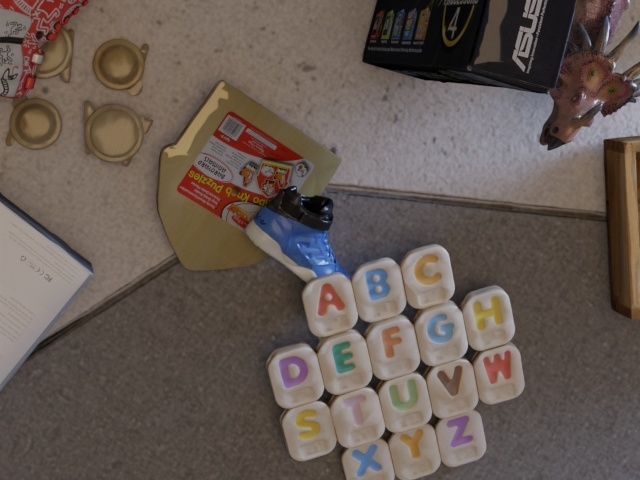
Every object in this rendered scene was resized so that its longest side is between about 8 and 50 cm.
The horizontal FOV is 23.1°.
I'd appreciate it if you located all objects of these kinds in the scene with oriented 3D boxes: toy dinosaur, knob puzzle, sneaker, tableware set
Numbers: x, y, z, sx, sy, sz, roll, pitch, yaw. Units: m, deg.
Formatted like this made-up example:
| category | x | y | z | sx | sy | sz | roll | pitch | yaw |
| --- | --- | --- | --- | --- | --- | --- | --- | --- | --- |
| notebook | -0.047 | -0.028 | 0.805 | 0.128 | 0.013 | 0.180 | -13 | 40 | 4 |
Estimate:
| category | x | y | z | sx | sy | sz | roll | pitch | yaw |
| --- | --- | --- | --- | --- | --- | --- | --- | --- | --- |
| toy dinosaur | 0.289 | -0.246 | 1.674 | 0.127 | 0.200 | 0.295 | 0 | 97 | -10 |
| knob puzzle | -0.097 | -0.054 | 1.709 | 0.213 | 0.030 | 0.213 | -7 | 111 | -18 |
| sneaker | -0.294 | -0.237 | 1.622 | 0.270 | 0.090 | 0.145 | -22 | 123 | -26 |
| sneaker | 0.000 | 0.000 | 1.713 | 0.152 | 0.058 | 0.084 | 36 | 102 | -20 |
| tableware set | -0.259 | -0.159 | 1.675 | 0.169 | 0.020 | 0.141 | 10 | 90 | -8 |

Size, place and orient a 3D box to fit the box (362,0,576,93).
| category | x | y | z | sx | sy | sz | roll | pitch | yaw |
| --- | --- | --- | --- | --- | --- | --- | --- | --- | --- |
| box | 0.164 | -0.312 | 1.543 | 0.097 | 0.395 | 0.318 | 15 | 95 | -14 |

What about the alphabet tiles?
| category | x | y | z | sx | sy | sz | roll | pitch | yaw |
| --- | --- | --- | --- | --- | --- | --- | --- | --- | --- |
| alphabet tiles | 0.087 | 0.150 | 1.749 | 0.284 | 0.021 | 0.278 | -16 | 112 | -8 |

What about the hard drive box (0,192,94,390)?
| category | x | y | z | sx | sy | sz | roll | pitch | yaw |
| --- | --- | --- | --- | --- | --- | --- | --- | --- | --- |
| hard drive box | -0.381 | 0.065 | 1.648 | 0.181 | 0.089 | 0.232 | 40 | 88 | -12 |

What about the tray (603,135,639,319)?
| category | x | y | z | sx | sy | sz | roll | pitch | yaw |
| --- | --- | --- | --- | --- | --- | --- | --- | --- | --- |
| tray | 0.537 | -0.035 | 1.813 | 0.411 | 0.076 | 0.202 | -6 | 99 | -9 |
